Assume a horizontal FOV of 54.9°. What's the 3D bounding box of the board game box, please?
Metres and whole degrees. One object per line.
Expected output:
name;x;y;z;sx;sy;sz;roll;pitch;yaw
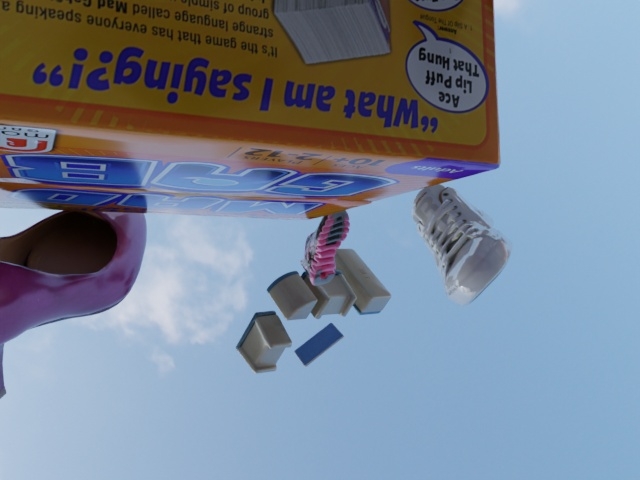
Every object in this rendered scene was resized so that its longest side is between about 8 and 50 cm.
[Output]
board game box;-0.108;-0.216;0.529;0.356;0.356;0.357;1;-95;-26

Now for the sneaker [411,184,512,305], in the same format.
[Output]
sneaker;0.168;-0.005;0.817;0.123;0.290;0.106;38;-75;-2

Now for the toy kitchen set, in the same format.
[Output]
toy kitchen set;-0.023;0.112;1.011;0.207;0.166;0.122;2;-141;-42

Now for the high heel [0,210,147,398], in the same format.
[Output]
high heel;-0.259;-0.001;0.588;0.127;0.182;0.377;14;-149;0

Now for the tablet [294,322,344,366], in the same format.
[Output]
tablet;-0.003;0.176;1.043;0.083;0.006;0.054;-36;-151;-8

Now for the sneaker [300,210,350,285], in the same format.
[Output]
sneaker;0.000;0.000;0.823;0.047;0.119;0.057;-3;-146;-35
